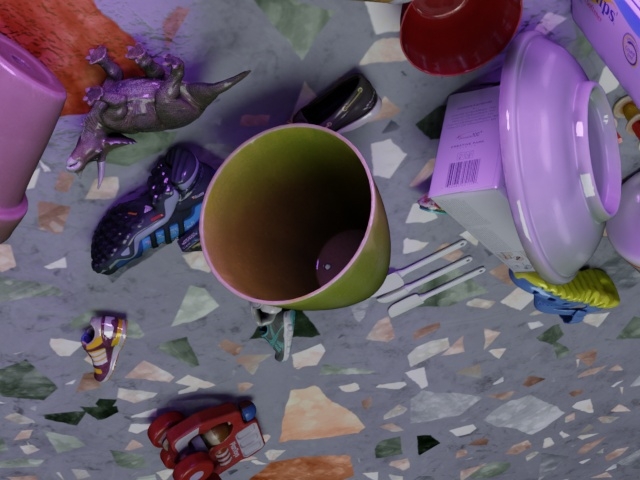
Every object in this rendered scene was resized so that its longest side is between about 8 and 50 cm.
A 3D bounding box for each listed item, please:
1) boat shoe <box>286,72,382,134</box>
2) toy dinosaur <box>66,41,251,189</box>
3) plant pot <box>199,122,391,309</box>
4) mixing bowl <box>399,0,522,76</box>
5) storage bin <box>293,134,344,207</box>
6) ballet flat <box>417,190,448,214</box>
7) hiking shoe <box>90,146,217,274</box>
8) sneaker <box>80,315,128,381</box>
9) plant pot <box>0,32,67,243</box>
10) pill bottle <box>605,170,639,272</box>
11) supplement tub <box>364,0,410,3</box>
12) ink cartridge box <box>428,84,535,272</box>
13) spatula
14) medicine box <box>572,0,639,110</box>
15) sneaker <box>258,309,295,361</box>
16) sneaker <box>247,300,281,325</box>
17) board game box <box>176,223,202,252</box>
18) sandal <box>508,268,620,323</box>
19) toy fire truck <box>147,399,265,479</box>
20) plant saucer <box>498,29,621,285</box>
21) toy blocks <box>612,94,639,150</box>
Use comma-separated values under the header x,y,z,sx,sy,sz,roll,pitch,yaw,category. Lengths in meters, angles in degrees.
x,y,z,sx,sy,sz,roll,pitch,yaw,category
-0.013,-0.190,1.286,0.228,0.081,0.068,-32,135,9,boat shoe
-0.254,-0.211,1.182,0.314,0.121,0.160,-21,152,1,toy dinosaur
0.000,0.000,1.256,0.275,0.274,0.293,-26,155,13,plant pot
0.190,-0.342,1.152,0.181,0.098,0.181,-9,140,-8,mixing bowl
-0.008,-0.106,1.370,0.135,0.091,0.098,-15,140,1,storage bin
0.291,-0.081,1.513,0.241,0.091,0.077,7,104,-30,ballet flat
-0.278,-0.024,1.367,0.304,0.113,0.132,-38,137,27,hiking shoe
-0.458,0.221,1.639,0.084,0.069,0.185,15,126,-19,sneaker
-0.473,-0.158,1.081,0.229,0.263,0.263,-48,133,8,plant pot
0.780,0.017,1.649,0.224,0.224,0.392,-37,135,25,pill bottle
0.028,-0.402,0.933,0.316,0.228,0.228,-1,138,-16,supplement tub
0.344,-0.128,1.382,0.130,0.271,0.309,-6,150,41,ink cartridge box
0.229,0.085,1.719,0.242,0.019,0.168,-27,138,14,spatula
0.547,-0.346,1.126,0.289,0.263,0.149,-17,139,3,medicine box
-0.098,0.205,1.738,0.076,0.065,0.166,7,134,-1,sneaker
-0.091,0.081,1.541,0.090,0.115,0.232,-2,138,-15,sneaker
-0.152,-0.025,1.403,0.126,0.026,0.186,-36,166,24,board game box
0.530,0.119,1.773,0.317,0.126,0.138,20,133,-32,sandal
-0.266,0.499,1.963,0.254,0.169,0.302,-31,144,-18,toy fire truck
0.390,-0.133,1.223,0.101,0.400,0.400,-7,147,32,plant saucer
0.540,-0.189,1.395,0.123,0.148,0.054,-7,139,-10,toy blocks
